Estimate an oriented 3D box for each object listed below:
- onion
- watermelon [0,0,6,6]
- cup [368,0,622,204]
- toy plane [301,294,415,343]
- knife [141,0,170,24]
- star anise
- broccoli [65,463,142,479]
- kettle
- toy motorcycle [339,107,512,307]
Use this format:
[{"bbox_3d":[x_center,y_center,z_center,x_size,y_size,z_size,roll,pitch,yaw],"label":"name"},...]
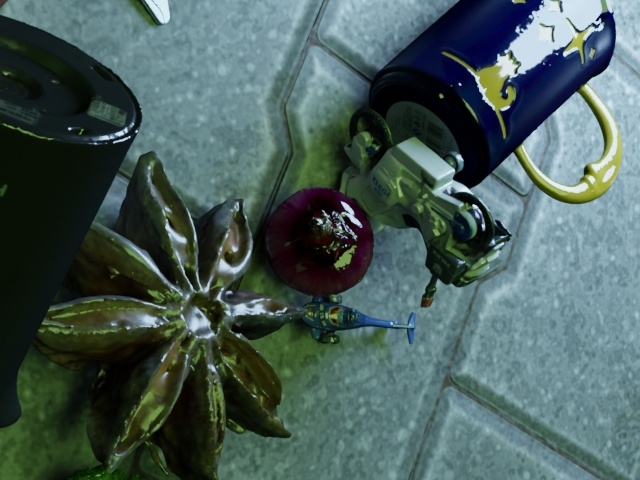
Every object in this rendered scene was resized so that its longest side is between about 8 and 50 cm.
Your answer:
[{"bbox_3d":[0.000,0.000,1.510,0.115,0.104,0.115,2,70,-5],"label":"onion"},{"bbox_3d":[-0.299,-0.247,1.254,0.251,0.283,0.292,-9,119,-23],"label":"watermelon"},{"bbox_3d":[0.218,-0.161,1.615,0.255,0.178,0.256,35,59,18],"label":"cup"},{"bbox_3d":[0.039,0.085,1.566,0.167,0.062,0.054,11,79,-47],"label":"toy plane"},{"bbox_3d":[-0.217,-0.321,1.422,0.260,0.035,0.063,52,48,-30],"label":"knife"},{"bbox_3d":[-0.144,0.079,1.375,0.332,0.118,0.331,17,67,-45],"label":"star anise"},{"bbox_3d":[-0.135,0.323,1.283,0.254,0.269,0.269,15,77,-24],"label":"broccoli"},{"bbox_3d":[-0.315,-0.010,1.137,0.262,0.203,0.308,9,119,-37],"label":"kettle"},{"bbox_3d":[0.098,-0.032,1.550,0.102,0.221,0.150,-27,148,-37],"label":"toy motorcycle"}]
